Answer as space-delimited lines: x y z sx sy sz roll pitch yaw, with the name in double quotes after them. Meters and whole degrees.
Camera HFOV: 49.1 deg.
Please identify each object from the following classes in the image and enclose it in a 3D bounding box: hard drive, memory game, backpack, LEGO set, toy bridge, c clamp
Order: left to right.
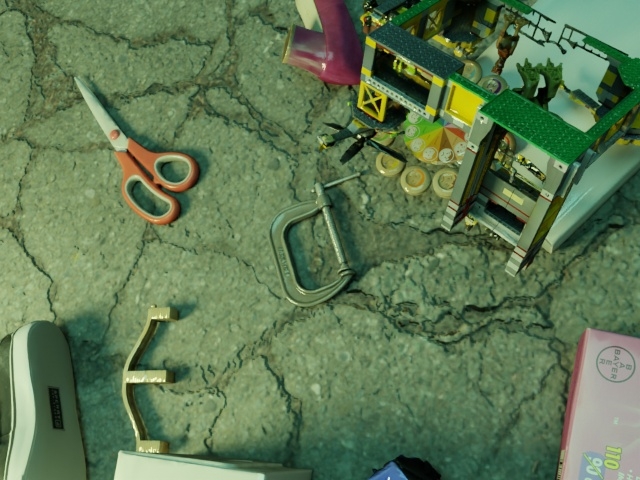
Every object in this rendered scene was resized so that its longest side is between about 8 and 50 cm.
-0.219 0.174 0.890 0.063 0.026 0.188 -5 72 16 "toy bridge"
0.000 0.000 0.884 0.137 0.022 0.160 -15 69 11 "c clamp"
0.085 0.277 0.722 0.101 0.120 0.098 -36 69 13 "backpack"
0.146 -0.137 0.840 0.186 0.012 0.186 -5 72 14 "memory game"
0.182 -0.121 0.755 0.331 0.192 0.255 31 55 18 "LEGO set"
0.315 -0.187 0.839 0.353 0.047 0.233 -44 67 0 "hard drive"

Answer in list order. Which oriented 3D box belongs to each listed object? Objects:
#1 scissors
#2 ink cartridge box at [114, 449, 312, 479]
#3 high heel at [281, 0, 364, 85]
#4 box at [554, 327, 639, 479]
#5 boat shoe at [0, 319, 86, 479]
-0.293 -0.133 1.009 0.297 0.021 0.109 36 87 21 "scissors"
-0.120 0.347 0.729 0.168 0.171 0.232 2 73 17 "ink cartridge box"
0.025 -0.324 0.964 0.117 0.082 0.244 16 60 -12 "high heel"
0.354 0.219 0.663 0.243 0.117 0.213 12 77 18 "box"
-0.371 0.252 0.865 0.105 0.113 0.306 -23 66 15 "boat shoe"
